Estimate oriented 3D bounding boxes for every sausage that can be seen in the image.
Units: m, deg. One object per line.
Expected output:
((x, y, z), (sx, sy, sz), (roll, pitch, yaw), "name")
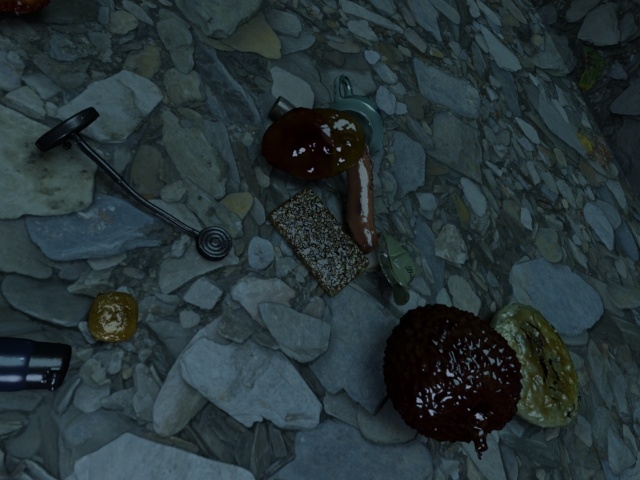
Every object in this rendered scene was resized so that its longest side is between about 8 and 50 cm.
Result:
((0.089, -0.116, 1.052), (0.078, 0.078, 0.304), (1, 80, -32), "sausage")

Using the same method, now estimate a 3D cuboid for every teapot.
((0.090, -0.303, 1.139), (0.159, 0.159, 0.232), (-52, 123, -39), "teapot")

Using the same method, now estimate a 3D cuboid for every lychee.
((0.255, 0.262, 0.872), (0.264, 0.264, 0.300), (13, 35, -27), "lychee")

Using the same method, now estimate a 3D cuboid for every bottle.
((-0.467, 0.158, 0.588), (0.244, 0.082, 0.072), (12, 105, -26), "bottle")

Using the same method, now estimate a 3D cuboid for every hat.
((0.179, 0.061, 1.023), (0.081, 0.122, 0.166), (-13, 35, 4), "hat")

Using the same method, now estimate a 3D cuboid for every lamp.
((-0.310, -0.091, 0.792), (0.371, 0.108, 0.130), (42, 50, -7), "lamp")

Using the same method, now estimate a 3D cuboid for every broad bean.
((-0.016, -0.214, 0.993), (0.228, 0.122, 0.156), (3, 90, 9), "broad bean")

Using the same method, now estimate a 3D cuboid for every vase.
((-0.070, -0.301, 1.093), (0.100, 0.053, 0.053), (31, 53, -20), "vase")

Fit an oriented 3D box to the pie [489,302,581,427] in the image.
((0.551, 0.317, 1.151), (0.339, 0.077, 0.339), (15, 59, -25), "pie")

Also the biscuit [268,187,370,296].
((0.000, 0.000, 0.981), (0.131, 0.025, 0.231), (-40, 90, -26), "biscuit")

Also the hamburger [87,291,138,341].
((-0.328, 0.121, 0.713), (0.076, 0.044, 0.083), (1, 69, -31), "hamburger")

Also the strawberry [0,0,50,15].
((-0.586, -0.475, 0.832), (0.140, 0.085, 0.192), (15, 61, -47), "strawberry")
